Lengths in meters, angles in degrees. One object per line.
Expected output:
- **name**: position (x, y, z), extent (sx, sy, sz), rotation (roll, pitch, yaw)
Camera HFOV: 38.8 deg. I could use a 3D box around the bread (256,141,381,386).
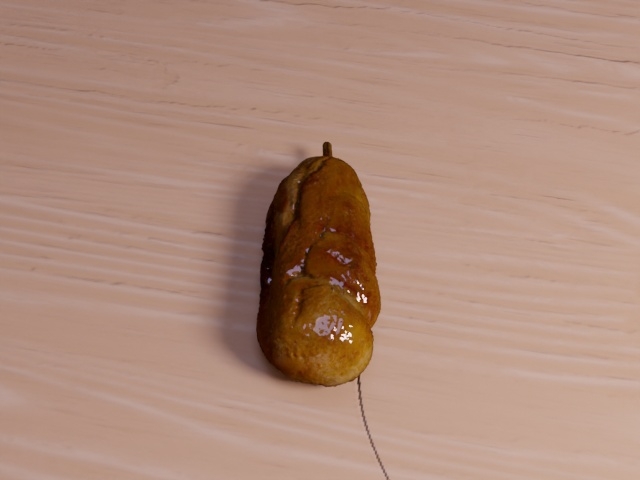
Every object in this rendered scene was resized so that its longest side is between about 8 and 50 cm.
- **bread**: position (0.000, 0.001, 0.946), extent (0.124, 0.084, 0.344), rotation (3, 45, -1)
